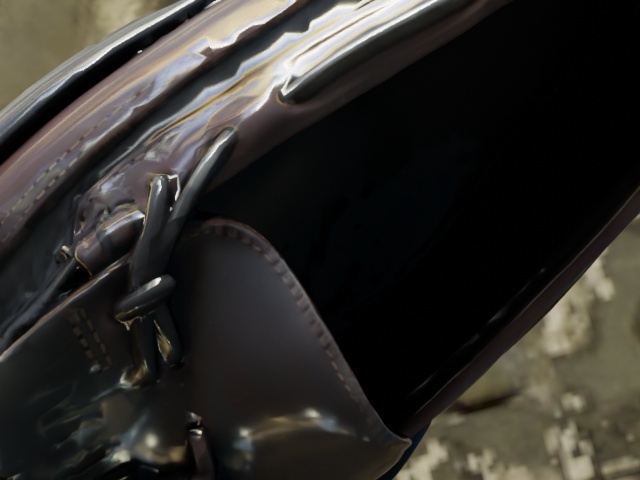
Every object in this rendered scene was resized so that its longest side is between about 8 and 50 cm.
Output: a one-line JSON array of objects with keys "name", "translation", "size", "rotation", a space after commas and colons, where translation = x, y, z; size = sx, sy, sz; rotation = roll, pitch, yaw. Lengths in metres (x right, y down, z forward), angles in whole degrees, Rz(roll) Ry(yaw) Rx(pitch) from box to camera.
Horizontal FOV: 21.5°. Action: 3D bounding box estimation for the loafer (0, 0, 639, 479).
[{"name": "loafer", "translation": [0.000, 0.000, 0.355], "size": [0.302, 0.095, 0.109], "rotation": [-47, 129, -12]}]
